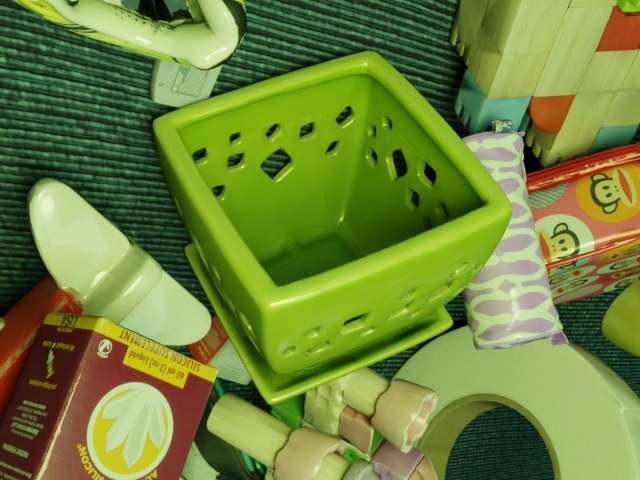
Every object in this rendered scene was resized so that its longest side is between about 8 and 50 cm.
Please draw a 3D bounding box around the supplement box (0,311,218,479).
[{"bbox_3d":[-0.157,0.153,0.585,0.104,0.081,0.188,32,68,-37],"label":"supplement box"}]

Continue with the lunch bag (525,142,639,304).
[{"bbox_3d":[0.304,-0.009,0.955,0.258,0.120,0.293,-17,165,15],"label":"lunch bag"}]

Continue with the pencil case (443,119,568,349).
[{"bbox_3d":[0.164,-0.001,0.810,0.088,0.206,0.086,-4,172,-28],"label":"pencil case"}]

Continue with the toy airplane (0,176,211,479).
[{"bbox_3d":[-0.279,0.131,0.715,0.384,0.272,0.385,-10,95,-41],"label":"toy airplane"}]

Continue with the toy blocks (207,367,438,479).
[{"bbox_3d":[0.070,0.234,0.919,0.309,0.260,0.288,-42,148,-44],"label":"toy blocks"}]

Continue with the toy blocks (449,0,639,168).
[{"bbox_3d":[0.274,-0.187,0.866,0.382,0.190,0.260,-6,139,-18],"label":"toy blocks"}]

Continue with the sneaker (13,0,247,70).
[{"bbox_3d":[-0.190,-0.221,0.517,0.385,0.147,0.145,16,117,-41],"label":"sneaker"}]

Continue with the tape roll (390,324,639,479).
[{"bbox_3d":[0.212,0.292,1.060,0.072,0.392,0.392,19,113,-43],"label":"tape roll"}]

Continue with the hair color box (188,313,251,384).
[{"bbox_3d":[-0.068,0.085,0.942,0.141,0.043,0.072,-49,137,13],"label":"hair color box"}]

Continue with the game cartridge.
[{"bbox_3d":[-0.108,-0.150,0.733,0.056,0.017,0.083,6,122,-42],"label":"game cartridge"}]

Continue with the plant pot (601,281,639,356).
[{"bbox_3d":[0.512,0.132,1.345,0.134,0.095,0.134,-19,135,-20],"label":"plant pot"}]

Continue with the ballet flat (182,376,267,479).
[{"bbox_3d":[-0.110,0.256,1.028,0.096,0.095,0.280,-26,137,-1],"label":"ballet flat"}]

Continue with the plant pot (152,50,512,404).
[{"bbox_3d":[0.000,0.000,0.783,0.228,0.227,0.207,-20,145,-20],"label":"plant pot"}]
